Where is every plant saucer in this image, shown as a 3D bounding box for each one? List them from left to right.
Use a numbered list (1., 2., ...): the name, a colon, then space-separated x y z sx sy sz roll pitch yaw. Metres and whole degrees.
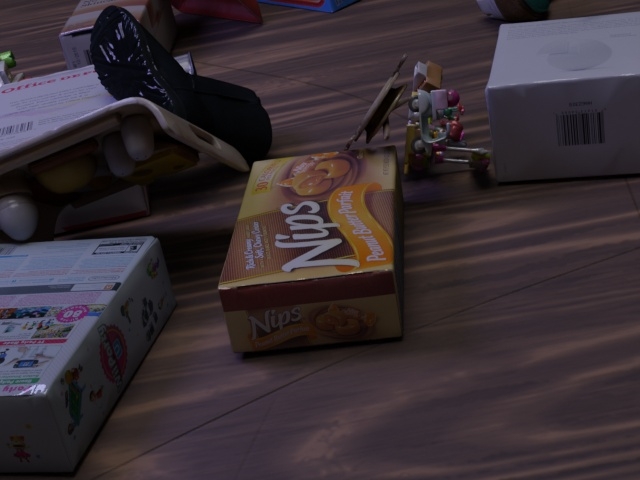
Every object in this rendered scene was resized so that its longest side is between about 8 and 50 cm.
1. plant saucer: -0.259 -0.510 2.211 0.258 0.259 0.048 17 78 42

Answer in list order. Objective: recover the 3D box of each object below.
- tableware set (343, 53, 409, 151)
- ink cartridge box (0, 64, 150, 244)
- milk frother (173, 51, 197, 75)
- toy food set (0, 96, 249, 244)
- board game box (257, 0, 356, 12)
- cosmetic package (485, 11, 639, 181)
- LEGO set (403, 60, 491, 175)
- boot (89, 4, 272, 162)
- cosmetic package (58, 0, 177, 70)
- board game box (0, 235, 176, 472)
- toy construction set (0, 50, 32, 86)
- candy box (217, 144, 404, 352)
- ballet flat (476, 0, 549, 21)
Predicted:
1. tableware set: 0.081 -0.159 1.460 0.039 0.128 0.194 33 0 -1
2. ink cartridge box: -0.361 -0.132 1.658 0.226 0.131 0.306 -12 27 -2
3. milk frother: -0.273 -0.282 1.888 0.134 0.143 0.129 -15 21 -2
4. toy food set: -0.260 -0.062 1.383 0.306 0.092 0.220 -19 -15 17
5. board game box: -0.077 -0.611 2.257 0.086 0.302 0.308 -32 34 -33
6. cosmetic package: 0.337 -0.187 1.489 0.224 0.138 0.225 -3 30 16
7. LEGO set: 0.167 -0.150 1.517 0.107 0.132 0.287 5 16 5
8. boot: -0.191 -0.212 1.630 0.207 0.094 0.246 6 43 -52
9. cosmetic package: -0.359 -0.374 2.107 0.153 0.129 0.296 -10 27 4
10. board game box: -0.311 0.111 1.227 0.224 0.097 0.303 -3 27 17
11. toy construction set: -0.644 -0.268 1.995 0.327 0.151 0.215 -3 3 -1
12. candy box: 0.000 0.000 1.321 0.183 0.088 0.316 -7 28 8
13. ballet flat: 0.339 -0.444 2.015 0.124 0.116 0.342 -19 21 32
